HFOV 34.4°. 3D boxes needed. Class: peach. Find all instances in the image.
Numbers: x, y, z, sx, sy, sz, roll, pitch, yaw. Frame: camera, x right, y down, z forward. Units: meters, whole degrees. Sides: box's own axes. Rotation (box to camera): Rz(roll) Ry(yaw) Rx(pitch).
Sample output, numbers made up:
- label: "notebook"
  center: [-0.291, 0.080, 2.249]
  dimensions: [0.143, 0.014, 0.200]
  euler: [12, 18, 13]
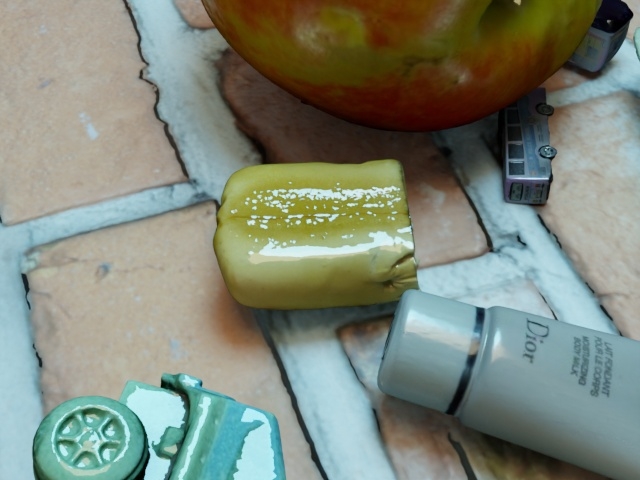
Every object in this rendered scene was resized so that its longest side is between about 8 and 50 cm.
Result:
- label: "peach"
  center: [0.059, -0.281, 0.931]
  dimensions: [0.388, 0.388, 0.388]
  euler: [0, 47, 0]

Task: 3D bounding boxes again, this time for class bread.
- label: "bread"
  center: [0.000, 0.001, 0.850]
  dimensions: [0.173, 0.085, 0.134]
  euler: [-1, 50, -3]

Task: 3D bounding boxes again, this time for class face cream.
- label: "face cream"
  center: [0.199, 0.117, 0.756]
  dimensions: [0.314, 0.089, 0.143]
  euler: [17, 49, 1]

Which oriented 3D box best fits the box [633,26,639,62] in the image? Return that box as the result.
- label: "box"
  center: [0.405, -0.118, 0.904]
  dimensions: [0.220, 0.166, 0.291]
  euler: [1, 47, 1]

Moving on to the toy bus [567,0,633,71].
- label: "toy bus"
  center: [0.236, -0.236, 1.079]
  dimensions: [0.172, 0.072, 0.057]
  euler: [30, 52, 27]

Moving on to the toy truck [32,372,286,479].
- label: "toy truck"
  center: [-0.119, 0.219, 0.605]
  dimensions: [0.156, 0.155, 0.279]
  euler: [16, 48, 3]

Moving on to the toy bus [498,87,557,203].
- label: "toy bus"
  center: [0.193, -0.090, 0.969]
  dimensions: [0.052, 0.037, 0.131]
  euler: [1, 48, 7]
